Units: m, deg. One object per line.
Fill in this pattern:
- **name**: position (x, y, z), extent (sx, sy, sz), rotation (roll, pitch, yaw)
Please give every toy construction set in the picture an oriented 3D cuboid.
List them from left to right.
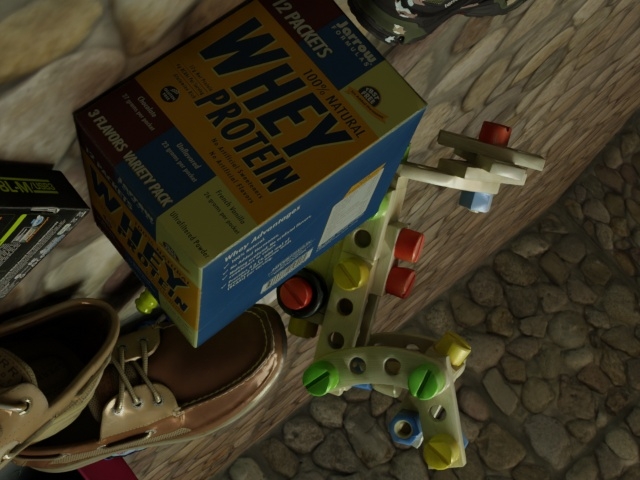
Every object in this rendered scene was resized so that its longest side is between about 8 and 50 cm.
- **toy construction set**: position (0.081, 0.030, 1.023), extent (0.327, 0.215, 0.151), rotation (-71, 161, -2)

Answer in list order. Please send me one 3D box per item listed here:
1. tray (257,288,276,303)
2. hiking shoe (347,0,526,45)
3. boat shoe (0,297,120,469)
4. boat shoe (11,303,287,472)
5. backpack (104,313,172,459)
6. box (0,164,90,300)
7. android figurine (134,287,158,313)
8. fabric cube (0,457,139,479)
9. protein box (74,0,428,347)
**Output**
- **tray**: position (0.000, 0.000, 1.470), extent (0.270, 0.030, 0.145), rotation (-39, 170, -7)
- **hiking shoe**: position (0.130, -0.232, 0.861), extent (0.227, 0.086, 0.114), rotation (-33, 170, -30)
- **boat shoe**: position (-0.274, 0.124, 0.846), extent (0.110, 0.122, 0.341), rotation (-51, 176, 24)
- **boat shoe**: position (-0.185, 0.148, 1.064), extent (0.324, 0.123, 0.116), rotation (-26, 162, 13)
- **backpack**: position (-0.193, 0.164, 1.233), extent (0.158, 0.117, 0.173), rotation (-47, 168, 30)
- **box**: position (-0.260, 0.028, 0.681), extent (0.191, 0.045, 0.184), rotation (-43, 166, 15)
- **android figurine**: position (-0.075, -0.026, 1.048), extent (0.273, 0.056, 0.248), rotation (-47, 168, 21)
- **fabric cube**: position (-0.332, 0.417, 1.396), extent (0.259, 0.254, 0.258), rotation (-41, 169, -3)
- **protein box**: position (-0.054, -0.052, 0.811), extent (0.200, 0.136, 0.201), rotation (-37, 168, -18)
